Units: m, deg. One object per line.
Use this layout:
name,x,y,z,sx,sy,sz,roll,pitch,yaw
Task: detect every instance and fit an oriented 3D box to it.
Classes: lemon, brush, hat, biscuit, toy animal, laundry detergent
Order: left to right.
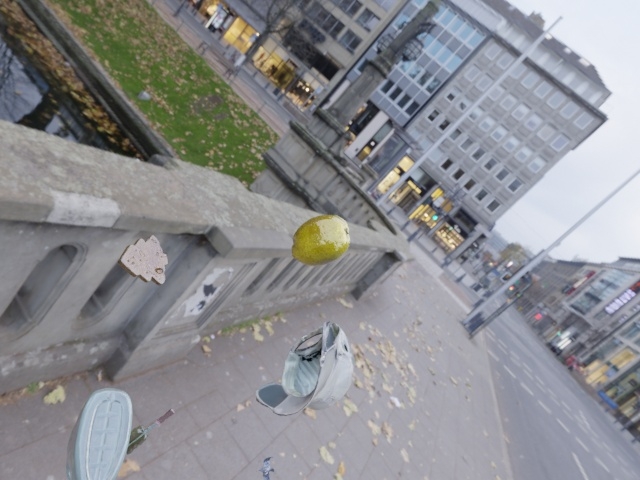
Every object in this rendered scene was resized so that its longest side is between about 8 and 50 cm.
laundry detergent,-0.650,0.588,1.143,0.124,0.398,0.264,13,55,-32
biscuit,-0.397,0.044,0.901,0.130,0.019,0.119,8,66,-65
brush,-0.821,0.897,1.914,0.084,0.301,0.071,52,-1,-11
toy animal,-0.164,0.681,1.189,0.050,0.084,0.028,8,-2,-27
hat,-0.010,0.301,0.900,0.161,0.232,0.275,41,5,7
lemon,0.000,0.000,1.343,0.170,0.207,0.170,-21,90,-86
